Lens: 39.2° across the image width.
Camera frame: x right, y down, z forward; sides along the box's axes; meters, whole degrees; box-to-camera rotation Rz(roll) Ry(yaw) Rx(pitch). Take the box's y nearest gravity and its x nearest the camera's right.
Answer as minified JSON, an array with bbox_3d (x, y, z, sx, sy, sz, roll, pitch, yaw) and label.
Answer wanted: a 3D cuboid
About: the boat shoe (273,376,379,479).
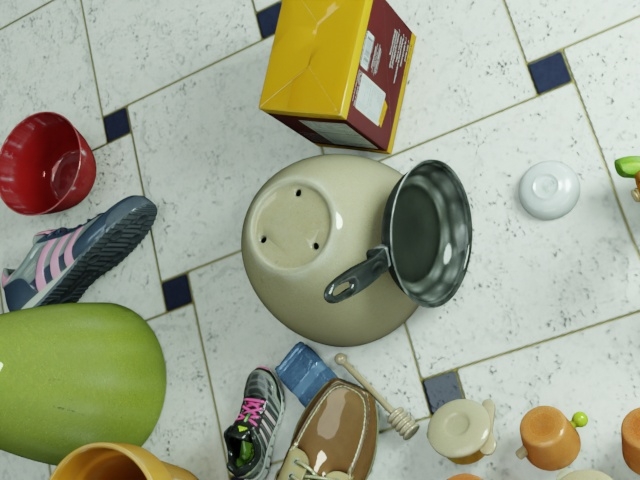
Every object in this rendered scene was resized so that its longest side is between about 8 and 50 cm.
[{"bbox_3d":[-0.012,0.348,1.210,0.122,0.120,0.324,21,91,8],"label":"boat shoe"}]

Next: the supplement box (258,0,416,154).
[{"bbox_3d":[0.031,-0.245,1.288,0.129,0.194,0.191,9,83,26],"label":"supplement box"}]

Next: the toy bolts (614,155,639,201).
[{"bbox_3d":[0.474,-0.028,1.048,0.158,0.218,0.229,-25,88,12],"label":"toy bolts"}]

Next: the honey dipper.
[{"bbox_3d":[0.074,0.214,1.264,0.160,0.030,0.030,43,98,27],"label":"honey dipper"}]

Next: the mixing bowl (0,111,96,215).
[{"bbox_3d":[-0.453,-0.121,1.541,0.181,0.098,0.182,-5,78,24],"label":"mixing bowl"}]

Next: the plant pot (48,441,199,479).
[{"bbox_3d":[-0.262,0.394,1.293,0.205,0.188,0.205,-5,77,25],"label":"plant pot"}]

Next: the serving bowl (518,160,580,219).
[{"bbox_3d":[0.308,-0.071,1.216,0.083,0.027,0.083,-5,76,23],"label":"serving bowl"}]

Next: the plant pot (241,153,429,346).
[{"bbox_3d":[0.000,0.000,1.254,0.284,0.191,0.284,-5,78,24],"label":"plant pot"}]

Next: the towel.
[{"bbox_3d":[-0.009,0.208,1.304,0.067,0.029,0.119,-49,63,8],"label":"towel"}]

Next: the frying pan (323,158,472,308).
[{"bbox_3d":[0.108,0.032,1.154,0.053,0.197,0.326,1,40,40],"label":"frying pan"}]

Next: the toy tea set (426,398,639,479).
[{"bbox_3d":[0.290,0.305,1.120,0.336,0.124,0.200,-6,47,27],"label":"toy tea set"}]

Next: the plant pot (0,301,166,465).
[{"bbox_3d":[-0.428,0.210,1.350,0.274,0.293,0.275,-5,77,24],"label":"plant pot"}]

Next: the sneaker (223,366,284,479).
[{"bbox_3d":[-0.100,0.268,1.307,0.063,0.075,0.170,6,81,26],"label":"sneaker"}]

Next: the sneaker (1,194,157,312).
[{"bbox_3d":[-0.413,0.009,1.488,0.319,0.112,0.131,-40,69,11],"label":"sneaker"}]
